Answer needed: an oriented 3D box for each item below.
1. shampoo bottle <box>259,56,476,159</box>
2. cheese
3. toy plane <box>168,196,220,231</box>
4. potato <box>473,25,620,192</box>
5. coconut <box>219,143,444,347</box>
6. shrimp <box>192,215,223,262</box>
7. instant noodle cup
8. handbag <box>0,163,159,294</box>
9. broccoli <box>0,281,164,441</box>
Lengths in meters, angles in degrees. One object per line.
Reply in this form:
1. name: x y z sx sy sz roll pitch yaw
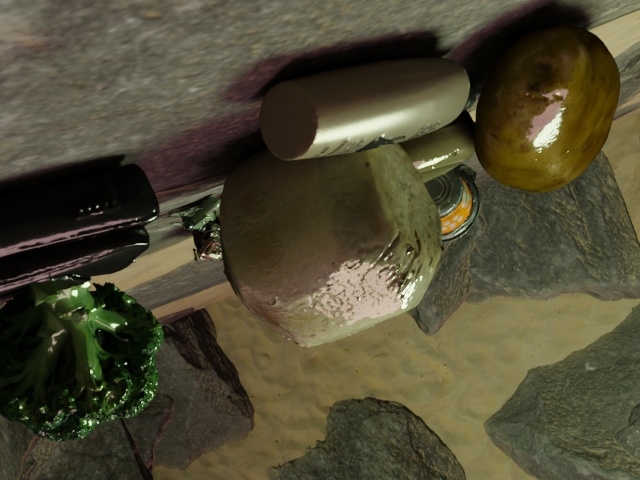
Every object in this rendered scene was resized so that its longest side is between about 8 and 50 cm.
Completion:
1. shampoo bottle: 0.063 -0.132 0.699 0.256 0.078 0.127 -20 174 -40
2. cheese: 0.114 -0.123 0.977 0.202 0.091 0.175 -17 173 -40
3. toy plane: -0.166 -0.034 0.988 0.083 0.033 0.080 -27 160 33
4. potato: 0.285 -0.163 0.907 0.195 0.177 0.369 -19 172 19
5. coconut: 0.000 0.000 0.840 0.247 0.245 0.245 -27 174 27
6. shrimp: -0.166 -0.003 1.135 0.073 0.075 0.190 9 162 -1
7. instant noodle cup: 0.251 -0.095 1.563 0.177 0.208 0.125 20 173 22
8. handbag: -0.302 0.019 0.685 0.275 0.088 0.244 -21 179 -31
9. broccoli: -0.351 0.139 1.001 0.269 0.270 0.270 -20 139 -26
